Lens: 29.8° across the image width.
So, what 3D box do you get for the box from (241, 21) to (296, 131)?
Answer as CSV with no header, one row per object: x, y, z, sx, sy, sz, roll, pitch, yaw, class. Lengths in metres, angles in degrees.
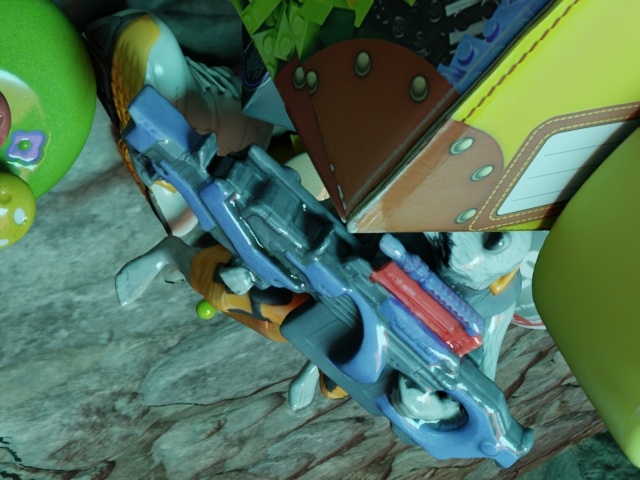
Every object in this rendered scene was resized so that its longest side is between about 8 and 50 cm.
0.099,-0.143,0.792,0.270,0.143,0.165,17,137,-23,box

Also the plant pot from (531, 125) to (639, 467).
0.243,0.056,0.432,0.254,0.239,0.254,-22,155,-11,plant pot

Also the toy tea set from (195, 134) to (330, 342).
0.031,-0.011,1.160,0.336,0.124,0.200,1,114,-39,toy tea set

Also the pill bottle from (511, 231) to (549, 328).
0.133,-0.046,1.025,0.161,0.161,0.283,-38,135,22,pill bottle

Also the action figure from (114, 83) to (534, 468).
0.000,0.000,0.823,0.330,0.341,0.178,-18,-148,48,action figure

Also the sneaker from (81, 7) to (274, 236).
-0.092,-0.101,0.871,0.121,0.099,0.262,-30,163,-10,sneaker

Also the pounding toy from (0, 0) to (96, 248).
-0.235,-0.043,0.734,0.237,0.110,0.183,-42,135,7,pounding toy

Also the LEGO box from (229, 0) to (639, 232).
0.162,-0.202,0.578,0.500,0.372,0.193,-1,144,-43,LEGO box
